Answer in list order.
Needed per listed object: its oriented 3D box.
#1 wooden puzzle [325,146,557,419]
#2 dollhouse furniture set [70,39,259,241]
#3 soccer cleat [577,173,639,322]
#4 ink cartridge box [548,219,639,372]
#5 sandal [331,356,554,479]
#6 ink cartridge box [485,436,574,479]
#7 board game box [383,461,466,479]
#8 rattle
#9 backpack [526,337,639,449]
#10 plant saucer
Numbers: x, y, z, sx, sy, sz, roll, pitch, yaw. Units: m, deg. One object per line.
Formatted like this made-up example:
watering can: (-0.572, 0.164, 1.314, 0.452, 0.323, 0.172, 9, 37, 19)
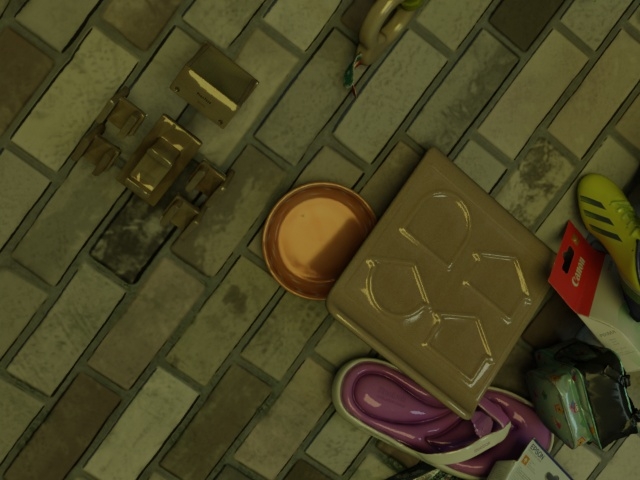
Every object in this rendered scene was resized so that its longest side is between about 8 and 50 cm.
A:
wooden puzzle: (0.206, 0.070, 1.301, 0.322, 0.080, 0.348, 39, 71, -14)
dollhouse furniture set: (-0.219, -0.169, 1.214, 0.212, 0.161, 0.242, 37, 113, -12)
soccer cleat: (0.519, -0.001, 1.294, 0.093, 0.121, 0.289, -13, 65, -8)
ink cartridge box: (0.494, 0.087, 1.335, 0.225, 0.056, 0.181, 49, 44, -14)
sandal: (0.220, 0.312, 1.331, 0.416, 0.102, 0.169, 15, 74, -10)
ink cartridge box: (0.350, 0.480, 1.342, 0.223, 0.045, 0.224, 47, 70, -28)
board game box: (0.187, 0.491, 1.407, 0.243, 0.042, 0.165, -23, 102, -5)
rattle: (0.059, -0.351, 1.245, 0.143, 0.130, 0.200, 36, 118, -2)
backpack: (0.439, 0.258, 1.340, 0.144, 0.188, 0.166, -22, 99, 1)
plant saucer: (0.000, 0.000, 1.303, 0.200, 0.037, 0.200, -1, 98, -8)
